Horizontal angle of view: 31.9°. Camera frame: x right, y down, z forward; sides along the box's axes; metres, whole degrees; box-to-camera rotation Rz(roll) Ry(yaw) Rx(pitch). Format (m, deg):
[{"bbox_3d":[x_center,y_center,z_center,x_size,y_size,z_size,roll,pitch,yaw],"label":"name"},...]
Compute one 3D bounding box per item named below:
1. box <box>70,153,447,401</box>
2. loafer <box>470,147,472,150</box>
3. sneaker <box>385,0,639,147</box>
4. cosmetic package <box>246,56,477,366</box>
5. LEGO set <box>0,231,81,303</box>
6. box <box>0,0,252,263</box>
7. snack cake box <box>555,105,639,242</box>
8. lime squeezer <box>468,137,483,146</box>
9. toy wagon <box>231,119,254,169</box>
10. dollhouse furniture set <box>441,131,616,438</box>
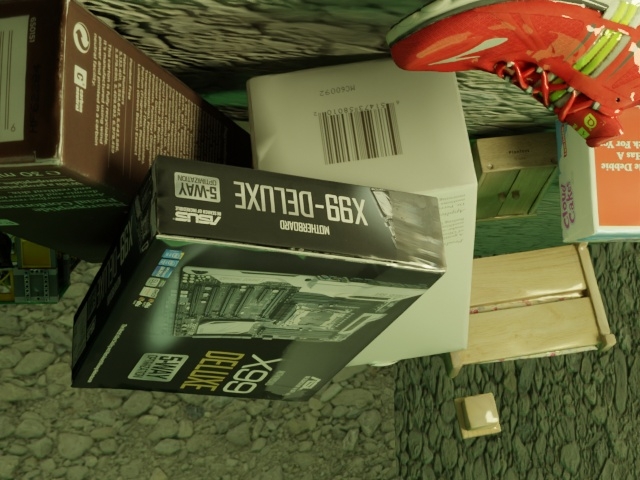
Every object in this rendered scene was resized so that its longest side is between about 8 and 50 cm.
[{"bbox_3d":[-0.068,0.049,0.981,0.242,0.076,0.307,8,149,-22],"label":"box"},{"bbox_3d":[0.212,-0.109,1.524,0.039,0.045,0.125,4,-178,41],"label":"loafer"},{"bbox_3d":[0.188,-0.128,0.826,0.279,0.118,0.107,0,174,-11],"label":"sneaker"},{"bbox_3d":[0.048,-0.010,1.127,0.197,0.155,0.365,-8,152,0],"label":"cosmetic package"},{"bbox_3d":[-0.432,-0.038,1.497,0.255,0.192,0.331,1,-168,6],"label":"LEGO set"},{"bbox_3d":[-0.215,-0.077,1.001,0.191,0.143,0.381,-3,170,18],"label":"box"},{"bbox_3d":[0.416,-0.075,1.307,0.264,0.152,0.089,0,173,-12],"label":"snack cake box"},{"bbox_3d":[0.067,-0.083,1.468,0.310,0.110,0.059,-34,170,11],"label":"lime squeezer"},{"bbox_3d":[-0.127,-0.105,1.330,0.267,0.068,0.344,-3,175,22],"label":"toy wagon"},{"bbox_3d":[0.277,0.063,1.396,0.303,0.355,0.174,-7,160,-6],"label":"dollhouse furniture set"}]
